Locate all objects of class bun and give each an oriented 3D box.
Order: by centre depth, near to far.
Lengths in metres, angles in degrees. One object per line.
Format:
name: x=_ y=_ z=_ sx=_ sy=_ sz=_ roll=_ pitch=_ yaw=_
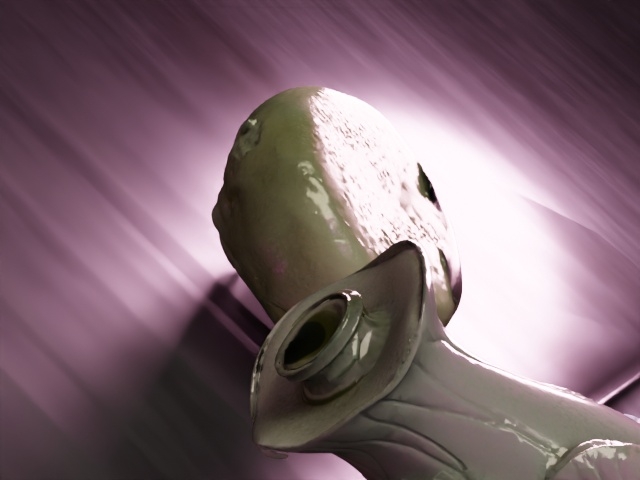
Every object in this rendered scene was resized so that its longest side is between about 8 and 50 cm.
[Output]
bun: x=0.000 y=0.000 z=1.607 sx=0.283 sy=0.179 sz=0.283 roll=40 pitch=31 yaw=-30

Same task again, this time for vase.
vase: x=0.149 y=0.195 z=1.298 sx=0.445 sy=0.250 sz=0.250 roll=41 pitch=26 yaw=-23

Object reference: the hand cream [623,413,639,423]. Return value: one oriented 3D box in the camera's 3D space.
hand cream: x=0.408 y=0.260 z=1.711 sx=0.271 sy=0.058 sz=0.091 roll=34 pitch=26 yaw=13
